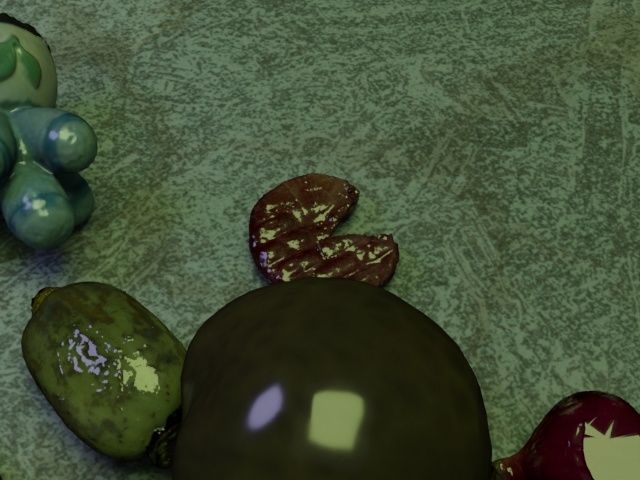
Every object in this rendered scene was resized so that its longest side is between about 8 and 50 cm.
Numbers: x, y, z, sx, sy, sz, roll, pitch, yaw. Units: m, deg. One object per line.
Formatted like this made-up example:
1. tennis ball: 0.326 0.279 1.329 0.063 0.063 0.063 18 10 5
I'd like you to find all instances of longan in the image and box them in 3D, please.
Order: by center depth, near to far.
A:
1. longan: 0.013 0.223 1.363 0.405 0.336 0.404 10 44 -9

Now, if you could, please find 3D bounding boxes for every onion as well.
1. onion: 0.313 0.277 1.495 0.218 0.139 0.195 1 61 -2

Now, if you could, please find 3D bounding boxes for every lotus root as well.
1. lotus root: -0.276 0.154 1.506 0.173 0.173 0.309 -35 57 -27

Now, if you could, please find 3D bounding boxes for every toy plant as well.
1. toy plant: -0.427 -0.120 1.641 0.247 0.247 0.332 -19 60 -19

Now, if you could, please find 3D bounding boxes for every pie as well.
1. pie: 0.000 0.000 1.703 0.205 0.054 0.218 -13 59 -15

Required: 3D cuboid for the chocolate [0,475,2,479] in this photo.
1. chocolate: -0.474 0.331 1.376 0.238 0.108 0.234 -22 58 -19
